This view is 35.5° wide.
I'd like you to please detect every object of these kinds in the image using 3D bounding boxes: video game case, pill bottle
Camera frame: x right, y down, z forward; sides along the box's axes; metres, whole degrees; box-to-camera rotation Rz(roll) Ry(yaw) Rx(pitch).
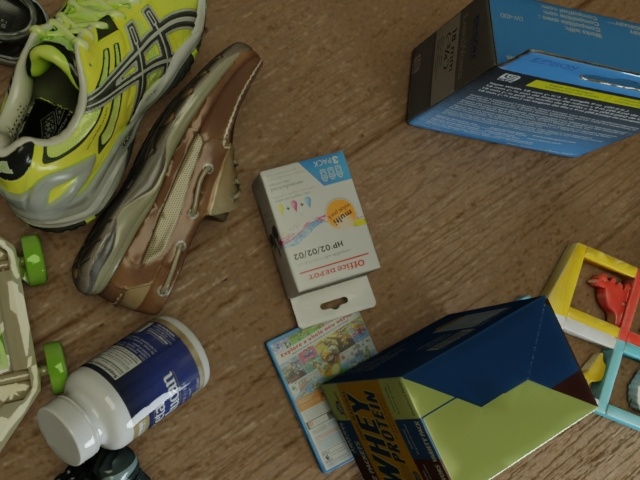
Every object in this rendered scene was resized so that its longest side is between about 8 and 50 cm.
[{"bbox_3d":[0.021,0.170,1.168,0.119,0.015,0.166,-24,91,-16],"label":"video game case"},{"bbox_3d":[-0.205,0.158,1.039,0.169,0.094,0.094,-35,94,-38],"label":"pill bottle"}]

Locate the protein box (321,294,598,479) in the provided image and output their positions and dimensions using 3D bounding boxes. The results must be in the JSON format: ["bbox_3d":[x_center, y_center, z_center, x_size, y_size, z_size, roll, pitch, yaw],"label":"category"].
[{"bbox_3d":[0.145,0.170,1.092,0.199,0.201,0.136,-25,91,-25],"label":"protein box"}]

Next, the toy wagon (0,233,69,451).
[{"bbox_3d":[-0.416,0.063,1.033,0.267,0.068,0.345,-11,87,-17],"label":"toy wagon"}]

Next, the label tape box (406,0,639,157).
[{"bbox_3d":[0.266,-0.189,1.107,0.240,0.333,0.106,9,82,-14],"label":"label tape box"}]

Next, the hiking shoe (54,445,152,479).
[{"bbox_3d":[-0.282,0.349,1.018,0.304,0.113,0.132,-39,107,-9],"label":"hiking shoe"}]

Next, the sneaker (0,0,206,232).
[{"bbox_3d":[-0.227,-0.199,1.049,0.145,0.147,0.385,14,72,11],"label":"sneaker"}]

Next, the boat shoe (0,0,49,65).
[{"bbox_3d":[-0.442,-0.285,1.035,0.335,0.119,0.121,17,80,-13],"label":"boat shoe"}]

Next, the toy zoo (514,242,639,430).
[{"bbox_3d":[0.377,0.128,1.262,0.293,0.030,0.192,23,79,-12],"label":"toy zoo"}]

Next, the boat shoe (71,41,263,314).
[{"bbox_3d":[-0.147,-0.066,1.102,0.116,0.123,0.324,32,83,-17],"label":"boat shoe"}]

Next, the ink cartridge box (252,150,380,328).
[{"bbox_3d":[0.000,0.000,1.149,0.104,0.061,0.181,-17,84,-16],"label":"ink cartridge box"}]
